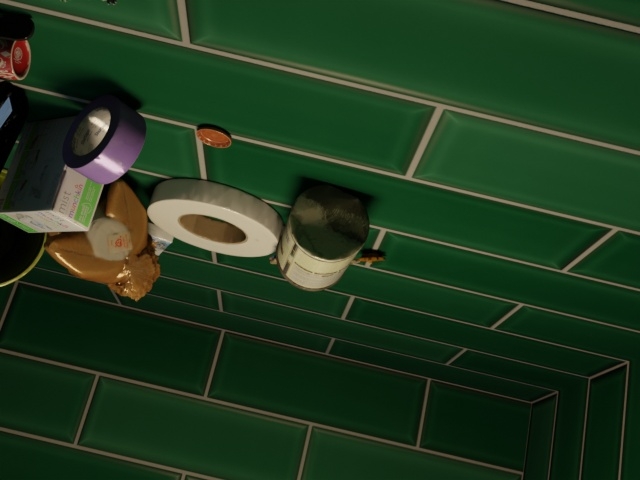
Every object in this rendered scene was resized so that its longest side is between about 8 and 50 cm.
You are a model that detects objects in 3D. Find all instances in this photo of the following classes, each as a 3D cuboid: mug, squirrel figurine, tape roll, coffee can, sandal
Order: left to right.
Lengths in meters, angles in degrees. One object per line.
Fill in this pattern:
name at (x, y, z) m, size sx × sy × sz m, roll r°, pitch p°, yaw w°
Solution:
mug at (-0.688, -0.393, 1.592) m, size 0.169 × 0.150 × 0.113 m, roll 7°, pitch 123°, yaw 4°
sandal at (-0.647, -0.421, 1.504) m, size 0.179 × 0.067 × 0.040 m, roll 2°, pitch 174°, yaw 8°
squirrel figurine at (-0.655, 0.003, 2.261) m, size 0.370 × 0.281 × 0.397 m, roll 12°, pitch 149°, yaw 48°
tape roll at (-0.485, -0.226, 1.736) m, size 0.189 × 0.189 × 0.080 m, roll -3°, pitch 155°, yaw 37°
tape roll at (-0.298, -0.059, 2.223) m, size 0.392 × 0.072 × 0.392 m, roll 11°, pitch 159°, yaw 4°
coffee can at (0.000, 0.000, 2.006) m, size 0.202 × 0.201 × 0.275 m, roll 15°, pitch 159°, yaw -5°

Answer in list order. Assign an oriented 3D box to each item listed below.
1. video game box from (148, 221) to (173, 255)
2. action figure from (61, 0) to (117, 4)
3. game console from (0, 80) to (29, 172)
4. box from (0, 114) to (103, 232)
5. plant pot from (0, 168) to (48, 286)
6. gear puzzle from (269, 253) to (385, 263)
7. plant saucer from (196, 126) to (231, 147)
video game box at (-0.599, -0.022, 2.536) m, size 0.205 × 0.048 × 0.187 m, roll 21°, pitch 160°, yaw -19°
action figure at (-0.374, -0.442, 1.299) m, size 0.232 × 0.063 × 0.137 m, roll -2°, pitch 158°, yaw 43°
game console at (-0.715, -0.248, 1.722) m, size 0.044 × 0.213 × 0.361 m, roll 23°, pitch 166°, yaw -14°
box at (-0.649, -0.163, 1.900) m, size 0.231 × 0.261 × 0.127 m, roll -1°, pitch 156°, yaw 32°
plant pot at (-1.065, -0.037, 2.430) m, size 0.367 × 0.366 × 0.353 m, roll 22°, pitch 170°, yaw -23°
gear puzzle at (0.024, 0.045, 2.253) m, size 0.339 × 0.044 × 0.175 m, roll 1°, pitch 176°, yaw -7°
plant saucer at (-0.247, -0.242, 1.798) m, size 0.084 × 0.013 × 0.083 m, roll 11°, pitch 159°, yaw 5°
